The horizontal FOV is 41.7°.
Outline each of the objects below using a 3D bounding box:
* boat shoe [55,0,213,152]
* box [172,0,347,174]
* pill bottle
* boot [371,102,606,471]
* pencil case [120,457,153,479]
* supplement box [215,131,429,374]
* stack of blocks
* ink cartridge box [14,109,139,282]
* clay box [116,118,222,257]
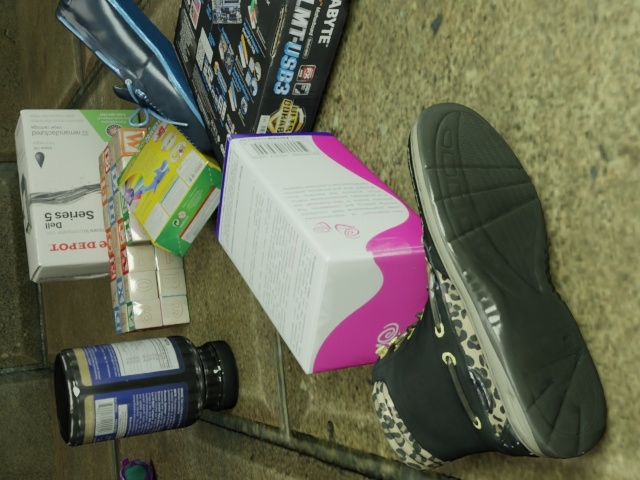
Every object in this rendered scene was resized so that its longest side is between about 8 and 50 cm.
[{"bbox_3d":[-0.220,-0.209,1.046,0.258,0.089,0.109,52,-164,-6],"label":"boat shoe"},{"bbox_3d":[-0.072,-0.242,0.877,0.293,0.073,0.295,112,145,-42],"label":"box"},{"bbox_3d":[-0.224,0.189,1.089,0.123,0.219,0.123,16,107,63],"label":"pill bottle"},{"bbox_3d":[0.082,0.045,0.583,0.178,0.085,0.236,-41,64,58],"label":"boot"},{"bbox_3d":[-0.352,0.474,1.574,0.070,0.064,0.152,40,133,23],"label":"pencil case"},{"bbox_3d":[0.000,0.000,0.724,0.220,0.111,0.114,50,137,51],"label":"supplement box"},{"bbox_3d":[-0.274,-0.010,1.310,0.171,0.087,0.297,-20,76,63],"label":"stack of blocks"},{"bbox_3d":[-0.402,-0.078,1.436,0.115,0.198,0.273,-32,66,60],"label":"ink cartridge box"},{"bbox_3d":[-0.203,-0.082,1.137,0.127,0.053,0.222,-54,35,7],"label":"clay box"}]
